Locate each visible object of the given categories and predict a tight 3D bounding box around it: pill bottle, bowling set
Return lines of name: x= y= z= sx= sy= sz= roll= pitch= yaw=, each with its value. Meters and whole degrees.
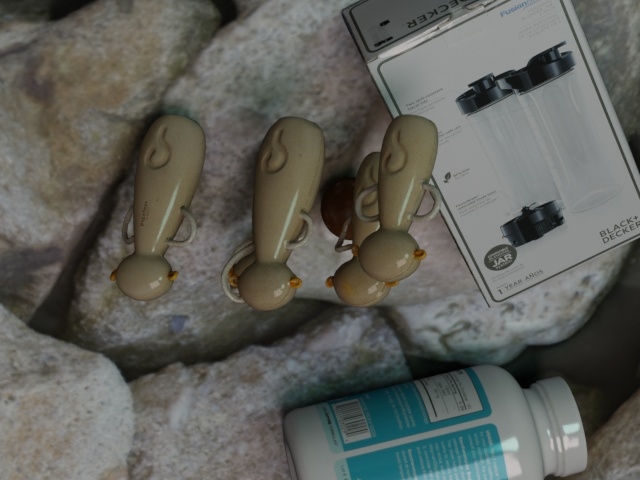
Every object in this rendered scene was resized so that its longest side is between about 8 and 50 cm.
pill bottle: x=0.106 y=0.199 z=1.638 sx=0.264 sy=0.146 sz=0.146 roll=-12 pitch=128 yaw=-5
bowling set: x=0.000 y=0.000 z=1.426 sx=0.287 sy=0.154 sz=0.200 roll=2 pitch=164 yaw=33

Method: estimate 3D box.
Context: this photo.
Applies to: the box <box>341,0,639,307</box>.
box: x=0.154 y=-0.098 z=1.471 sx=0.169 sy=0.087 sz=0.290 roll=-27 pitch=128 yaw=5
